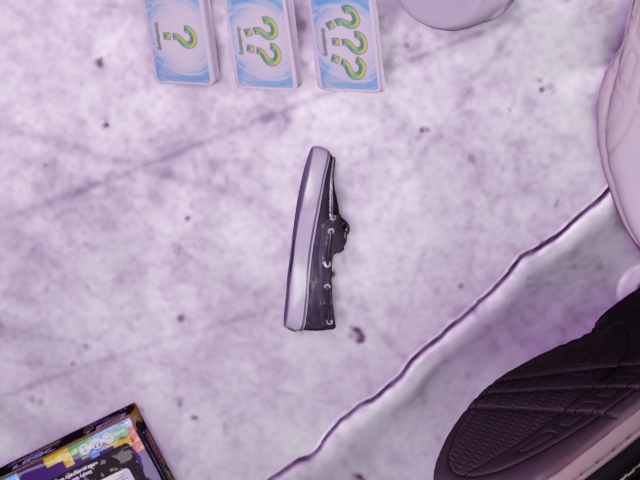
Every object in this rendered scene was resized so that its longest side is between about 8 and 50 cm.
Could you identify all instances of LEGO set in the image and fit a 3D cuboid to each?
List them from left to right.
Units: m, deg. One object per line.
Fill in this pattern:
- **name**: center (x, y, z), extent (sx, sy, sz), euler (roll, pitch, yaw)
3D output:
- **LEGO set**: center (-0.055, -0.211, 1.339), extent (0.182, 0.060, 0.244), euler (6, 119, 22)

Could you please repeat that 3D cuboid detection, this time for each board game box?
- **board game box**: center (-0.185, 0.224, 1.469), extent (0.170, 0.048, 0.141), euler (-25, 99, 4)

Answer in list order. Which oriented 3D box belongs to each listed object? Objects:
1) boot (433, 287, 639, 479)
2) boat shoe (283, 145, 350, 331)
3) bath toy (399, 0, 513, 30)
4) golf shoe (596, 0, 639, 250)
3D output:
- **boot**: center (0.231, 0.200, 1.331), extent (0.138, 0.377, 0.284), euler (-5, 106, 36)
- **boat shoe**: center (0.000, 0.000, 1.438), extent (0.040, 0.049, 0.142), euler (6, 105, -6)
- **bath toy**: center (0.024, -0.303, 1.360), extent (0.348, 0.129, 0.151), euler (44, 141, -3)
- **golf shoe**: center (0.262, -0.124, 1.369), extent (0.115, 0.140, 0.306), euler (0, 99, -1)
